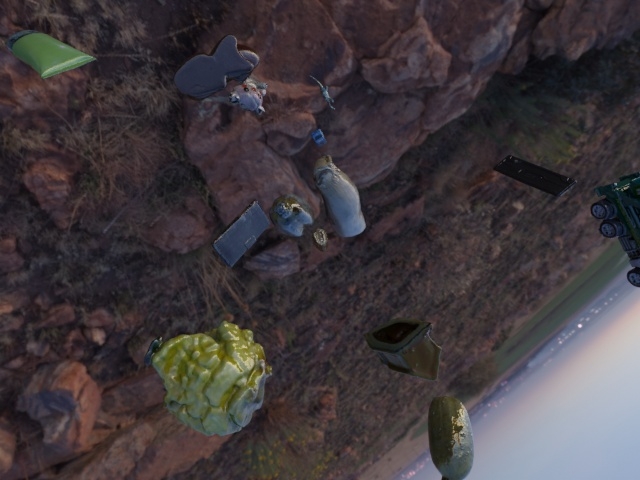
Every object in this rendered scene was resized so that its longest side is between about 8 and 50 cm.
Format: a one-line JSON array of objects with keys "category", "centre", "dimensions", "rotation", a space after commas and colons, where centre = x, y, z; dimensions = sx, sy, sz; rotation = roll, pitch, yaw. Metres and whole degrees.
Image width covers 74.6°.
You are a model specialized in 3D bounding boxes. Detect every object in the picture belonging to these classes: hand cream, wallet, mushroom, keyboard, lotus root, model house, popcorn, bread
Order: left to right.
[{"category": "hand cream", "centre": [-0.484, -0.328, 0.741], "dimensions": [0.095, 0.175, 0.046], "rotation": [-41, 151, -33]}, {"category": "popcorn", "centre": [-0.245, 0.329, 1.039], "dimensions": [0.293, 0.237, 0.293], "rotation": [12, 90, -76]}, {"category": "wallet", "centre": [-0.377, -0.036, 2.013], "dimensions": [0.317, 0.044, 0.169], "rotation": [-51, 132, -29]}, {"category": "lotus root", "centre": [-0.124, -0.107, 1.631], "dimensions": [0.158, 0.140, 0.322], "rotation": [-42, 162, 4]}, {"category": "bread", "centre": [0.000, 0.000, 1.033], "dimensions": [0.036, 0.047, 0.083], "rotation": [-20, 167, -3]}, {"category": "mushroom", "centre": [0.061, -0.138, 1.413], "dimensions": [0.126, 0.177, 0.397], "rotation": [-32, 160, -2]}, {"category": "model house", "centre": [0.331, 0.431, 1.626], "dimensions": [0.173, 0.268, 0.239], "rotation": [-46, 114, -26]}, {"category": "lotus root", "centre": [0.266, 0.413, 0.857], "dimensions": [0.090, 0.183, 0.077], "rotation": [1, 143, 12]}, {"category": "keyboard", "centre": [0.420, -0.130, 0.834], "dimensions": [0.053, 0.155, 0.010], "rotation": [-37, 132, -9]}]

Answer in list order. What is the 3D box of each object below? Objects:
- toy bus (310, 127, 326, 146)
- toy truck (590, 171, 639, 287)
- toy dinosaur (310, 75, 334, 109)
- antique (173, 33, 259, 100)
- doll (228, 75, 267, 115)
[{"category": "toy bus", "centre": [-0.006, -0.356, 1.460], "dimensions": [0.038, 0.046, 0.083], "rotation": [-28, 178, 7]}, {"category": "toy truck", "centre": [0.601, -0.021, 0.757], "dimensions": [0.110, 0.216, 0.116], "rotation": [-21, 174, -15]}, {"category": "toy dinosaur", "centre": [0.019, -0.607, 1.735], "dimensions": [0.037, 0.058, 0.180], "rotation": [-42, 129, -12]}, {"category": "antique", "centre": [-0.303, -0.503, 1.251], "dimensions": [0.257, 0.121, 0.143], "rotation": [-32, -168, -2]}, {"category": "doll", "centre": [-0.281, -0.574, 1.629], "dimensions": [0.149, 0.192, 0.095], "rotation": [27, 136, -33]}]
